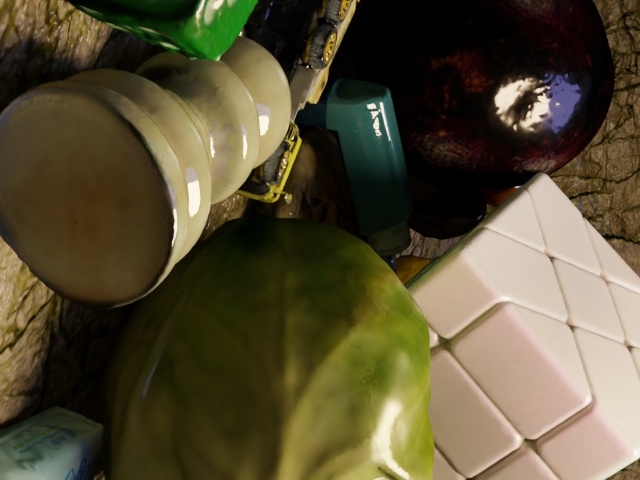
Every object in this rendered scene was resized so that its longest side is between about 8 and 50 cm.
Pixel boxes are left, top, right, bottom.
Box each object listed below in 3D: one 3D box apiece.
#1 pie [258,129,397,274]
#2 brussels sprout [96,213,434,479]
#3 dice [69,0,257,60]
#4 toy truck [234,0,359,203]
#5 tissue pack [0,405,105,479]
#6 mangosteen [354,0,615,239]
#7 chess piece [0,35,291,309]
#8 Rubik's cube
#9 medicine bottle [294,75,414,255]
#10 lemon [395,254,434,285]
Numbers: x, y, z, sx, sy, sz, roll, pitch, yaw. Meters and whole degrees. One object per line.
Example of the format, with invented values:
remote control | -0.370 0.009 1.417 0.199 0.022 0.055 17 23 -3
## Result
pie | 0.010 0.009 1.608 0.339 0.077 0.339 20 68 -60
brussels sprout | -0.054 0.154 1.234 0.425 0.342 0.361 -143 -120 -67
dice | -0.122 -0.224 0.942 0.120 0.131 0.128 27 84 -77
toy truck | -0.050 -0.174 1.267 0.157 0.124 0.272 43 68 -78
tissue pack | -0.305 0.271 1.061 0.263 0.089 0.177 -23 131 -70
mangosteen | 0.208 -0.211 1.659 0.435 0.382 0.382 -59 172 33
chess piece | -0.127 -0.089 1.030 0.330 0.182 0.182 -45 152 -58
Rubik's cube | 0.233 0.156 1.498 0.316 0.319 0.322 -44 176 34
medicine bottle | 0.052 -0.101 1.547 0.079 0.124 0.258 -65 144 -56
lemon | 0.160 0.197 2.093 0.348 0.348 0.348 -58 161 -33
